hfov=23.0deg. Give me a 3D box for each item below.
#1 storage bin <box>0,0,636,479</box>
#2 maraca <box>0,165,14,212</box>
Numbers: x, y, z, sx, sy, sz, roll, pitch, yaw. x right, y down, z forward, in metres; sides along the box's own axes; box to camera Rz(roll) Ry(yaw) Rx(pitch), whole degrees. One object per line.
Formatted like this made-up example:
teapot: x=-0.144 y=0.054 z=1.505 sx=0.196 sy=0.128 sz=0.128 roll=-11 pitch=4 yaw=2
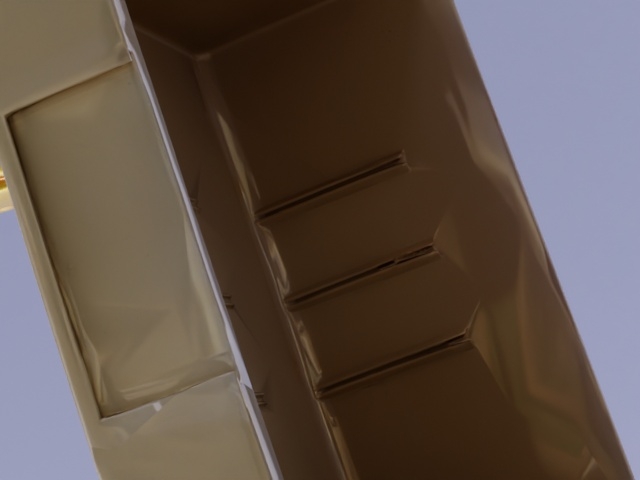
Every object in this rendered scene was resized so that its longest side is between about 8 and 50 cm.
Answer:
storage bin: x=0.000 y=0.000 z=0.545 sx=0.123 sy=0.260 sz=0.262 roll=-21 pitch=-99 yaw=13
maraca: x=-0.171 y=-0.061 z=0.750 sx=0.127 sy=0.186 sz=0.099 roll=32 pitch=-110 yaw=-35
